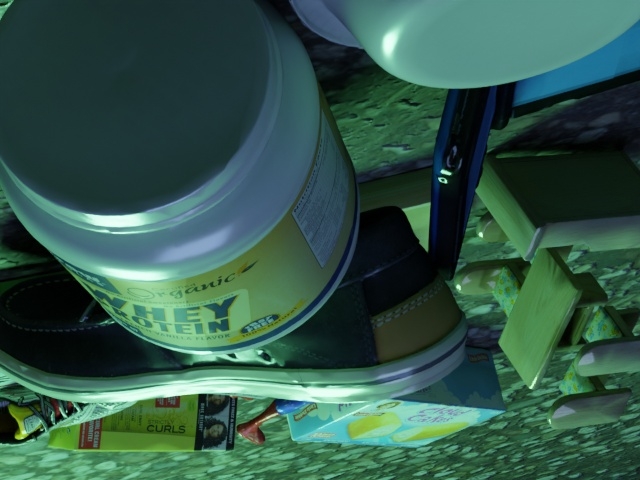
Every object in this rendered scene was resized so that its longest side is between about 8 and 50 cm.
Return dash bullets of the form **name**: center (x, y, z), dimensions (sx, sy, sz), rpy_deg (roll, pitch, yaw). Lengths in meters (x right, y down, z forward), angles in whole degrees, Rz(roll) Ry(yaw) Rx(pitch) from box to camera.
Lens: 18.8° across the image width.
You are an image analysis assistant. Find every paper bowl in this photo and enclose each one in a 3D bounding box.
- **paper bowl**: center (0.113, -0.202, 1.256), dimensions (0.284, 0.148, 0.284), rpy_deg (-12, 160, -5)

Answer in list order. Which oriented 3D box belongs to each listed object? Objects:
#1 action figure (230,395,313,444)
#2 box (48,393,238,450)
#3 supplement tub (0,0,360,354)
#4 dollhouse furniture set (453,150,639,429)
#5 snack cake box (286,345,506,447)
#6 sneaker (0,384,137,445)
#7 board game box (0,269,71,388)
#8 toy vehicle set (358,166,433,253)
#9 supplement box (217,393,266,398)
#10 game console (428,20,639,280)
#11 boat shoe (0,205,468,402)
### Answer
- **action figure**: center (0.042, 0.145, 2.229), dimensions (0.280, 0.091, 0.139), rpy_deg (-33, 149, 29)
- **box**: center (-0.202, 0.200, 2.236), dimensions (0.232, 0.087, 0.058), rpy_deg (7, 177, -42)
- **supplement tub**: center (-0.102, -0.060, 1.382), dimensions (0.228, 0.228, 0.316), rpy_deg (-15, 161, 5)
- **dollhouse furniture set**: center (0.215, 0.038, 1.911), dimensions (0.161, 0.212, 0.242), rpy_deg (-4, 132, -28)
- **snack cake box**: center (0.093, 0.191, 2.420), dimensions (0.152, 0.089, 0.264), rpy_deg (-26, 157, 34)
- **sneaker**: center (-0.295, 0.180, 2.081), dimensions (0.225, 0.088, 0.092), rpy_deg (-15, -155, -2)
- **board game box**: center (-0.314, 0.096, 1.953), dimensions (0.317, 0.046, 0.213), rpy_deg (-10, 161, -9)
- **toy vehicle set**: center (0.000, 0.000, 1.905), dimensions (0.267, 0.035, 0.166), rpy_deg (-13, 161, 0)
- **supplement box**: center (-0.028, 0.098, 2.105), dimensions (0.239, 0.073, 0.130), rpy_deg (-29, 155, 35)
- **game console**: center (0.195, -0.107, 1.552), dimensions (0.173, 0.250, 0.293), rpy_deg (12, 162, 7)
- **boat shoe**: center (-0.103, 0.045, 1.678), dimensions (0.500, 0.156, 0.187), rpy_deg (-2, -158, 38)
